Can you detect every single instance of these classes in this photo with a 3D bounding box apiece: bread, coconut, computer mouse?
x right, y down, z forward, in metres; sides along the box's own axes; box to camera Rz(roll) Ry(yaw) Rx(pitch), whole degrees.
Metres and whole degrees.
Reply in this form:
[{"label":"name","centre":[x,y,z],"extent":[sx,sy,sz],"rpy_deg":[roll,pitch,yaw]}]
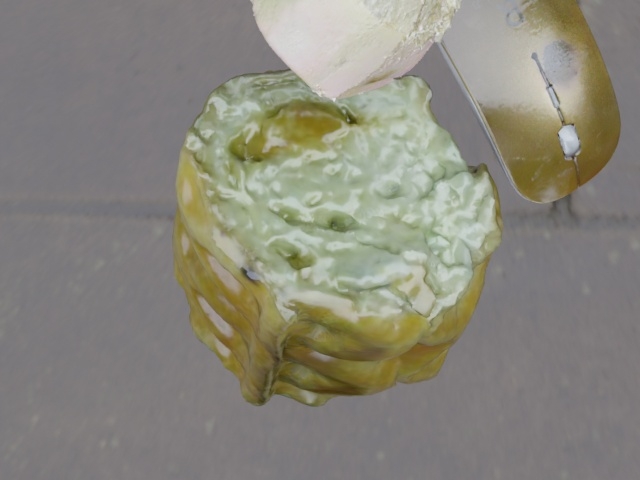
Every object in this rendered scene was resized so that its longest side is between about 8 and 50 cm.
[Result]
[{"label":"bread","centre":[0.004,0.005,1.331],"extent":[0.239,0.252,0.196],"rpy_deg":[2,68,2]},{"label":"coconut","centre":[0.017,-0.144,1.122],"extent":[0.116,0.116,0.122],"rpy_deg":[45,135,-7]},{"label":"computer mouse","centre":[0.135,-0.122,1.287],"extent":[0.102,0.045,0.199],"rpy_deg":[-31,101,-18]}]
